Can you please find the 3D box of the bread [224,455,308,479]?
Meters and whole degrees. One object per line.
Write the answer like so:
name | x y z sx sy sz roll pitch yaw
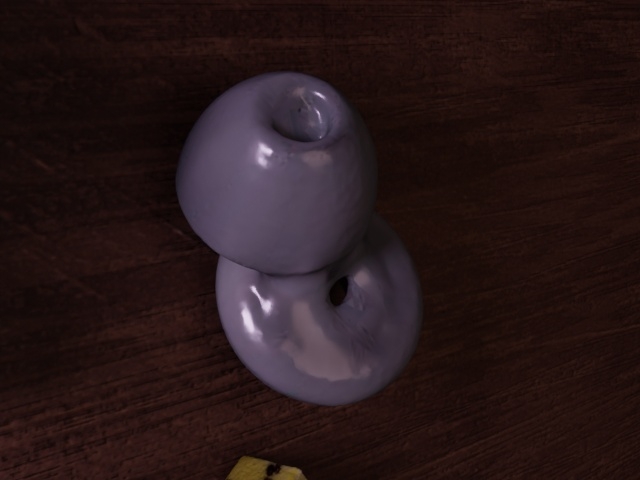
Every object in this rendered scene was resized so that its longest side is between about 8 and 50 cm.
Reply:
bread | -0.095 0.302 1.055 0.226 0.088 0.049 -54 130 -29

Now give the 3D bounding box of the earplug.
earplug | -0.009 -0.001 1.050 0.214 0.175 0.325 -41 122 -33
